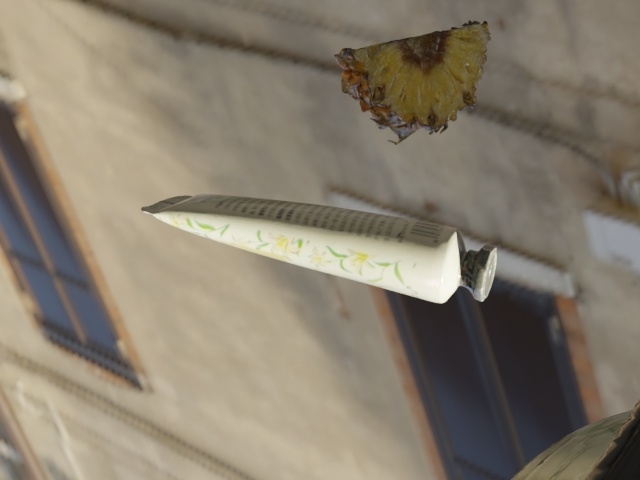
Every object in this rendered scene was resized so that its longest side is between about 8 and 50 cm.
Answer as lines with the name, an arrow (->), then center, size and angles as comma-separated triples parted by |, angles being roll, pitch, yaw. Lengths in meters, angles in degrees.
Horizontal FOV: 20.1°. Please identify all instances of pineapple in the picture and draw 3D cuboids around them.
pineapple -> 0.042, -0.066, 0.754 | 0.083, 0.045, 0.019 | -19, -171, -39

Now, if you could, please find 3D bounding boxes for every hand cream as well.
hand cream -> 0.000, 0.000, 0.997 | 0.194, 0.042, 0.067 | 11, -164, 15

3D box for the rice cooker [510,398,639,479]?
rice cooker -> 0.174, 0.156, 0.581 | 0.241, 0.280, 0.227 | -49, -167, -24
